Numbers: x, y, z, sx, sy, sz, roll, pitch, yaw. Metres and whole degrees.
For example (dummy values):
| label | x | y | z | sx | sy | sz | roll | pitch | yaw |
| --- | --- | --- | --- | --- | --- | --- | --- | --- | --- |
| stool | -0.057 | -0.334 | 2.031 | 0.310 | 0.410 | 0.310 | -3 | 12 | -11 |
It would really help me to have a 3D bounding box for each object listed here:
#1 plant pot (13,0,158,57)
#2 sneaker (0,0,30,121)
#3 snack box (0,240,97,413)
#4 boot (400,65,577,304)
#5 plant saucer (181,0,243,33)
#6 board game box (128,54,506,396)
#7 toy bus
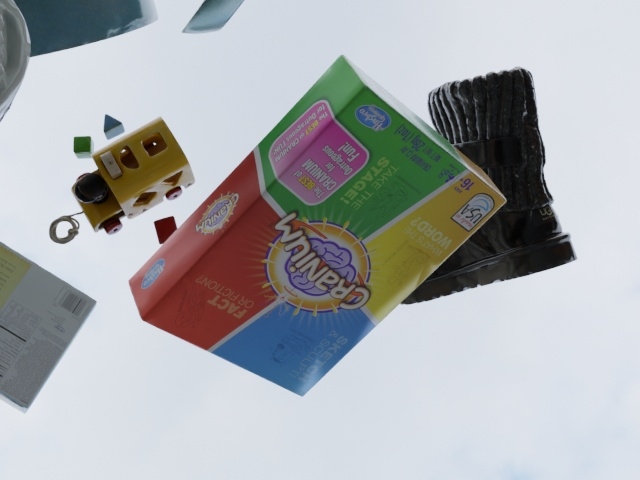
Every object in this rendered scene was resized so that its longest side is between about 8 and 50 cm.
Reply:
| label | x | y | z | sx | sy | sz | roll | pitch | yaw |
| --- | --- | --- | --- | --- | --- | --- | --- | --- | --- |
| plant pot | -0.348 | -0.321 | 1.198 | 0.290 | 0.290 | 0.196 | -5 | -70 | 15 |
| sneaker | -0.246 | 0.001 | 0.401 | 0.161 | 0.282 | 0.102 | -31 | -86 | 46 |
| snack box | -0.509 | 0.084 | 1.507 | 0.322 | 0.060 | 0.187 | 33 | -115 | -8 |
| boot | 0.170 | -0.067 | 1.386 | 0.348 | 0.131 | 0.260 | -18 | -90 | 46 |
| plant saucer | -0.051 | -0.182 | 0.709 | 0.021 | 0.119 | 0.119 | 37 | -71 | -13 |
| board game box | 0.000 | 0.000 | 1.071 | 0.316 | 0.064 | 0.242 | -46 | -49 | 15 |
| toy bus | -0.280 | -0.090 | 1.482 | 0.190 | 0.104 | 0.202 | 11 | -110 | 5 |
